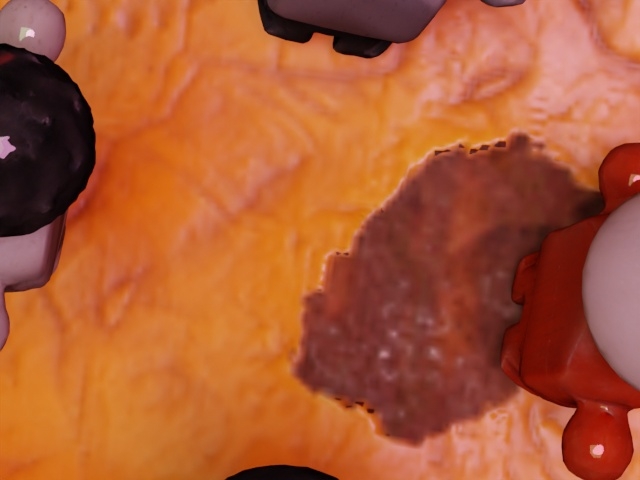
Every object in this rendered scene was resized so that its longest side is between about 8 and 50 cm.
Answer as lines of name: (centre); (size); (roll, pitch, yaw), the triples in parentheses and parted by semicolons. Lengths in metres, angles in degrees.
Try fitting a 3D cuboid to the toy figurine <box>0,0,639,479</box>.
toy figurine: (0.000, 0.000, 0.444); (0.213, 0.148, 0.209); (-31, 89, -12)
